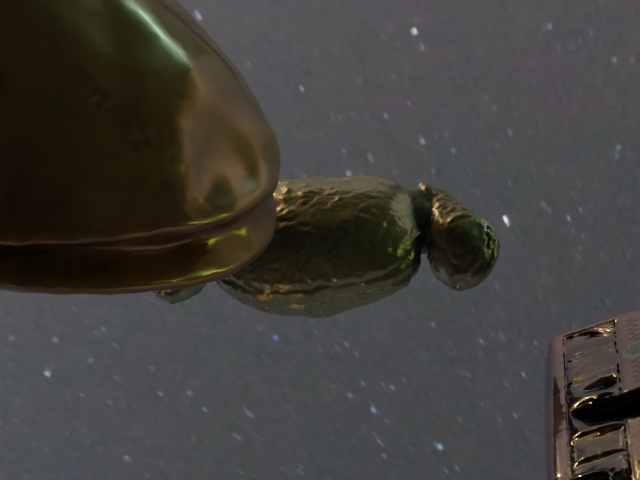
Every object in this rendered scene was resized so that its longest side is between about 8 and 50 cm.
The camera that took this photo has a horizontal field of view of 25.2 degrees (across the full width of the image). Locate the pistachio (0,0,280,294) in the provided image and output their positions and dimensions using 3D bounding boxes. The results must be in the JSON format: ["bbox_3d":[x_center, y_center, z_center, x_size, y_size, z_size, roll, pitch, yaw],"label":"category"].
[{"bbox_3d":[-0.140,-0.057,0.532,0.213,0.163,0.260,-27,-135,-32],"label":"pistachio"}]

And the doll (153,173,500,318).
[{"bbox_3d":[0.000,0.000,0.856,0.214,0.071,0.103,-6,-136,12],"label":"doll"}]

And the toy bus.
[{"bbox_3d":[0.167,0.113,0.732,0.108,0.096,0.199,-14,-160,14],"label":"toy bus"}]
